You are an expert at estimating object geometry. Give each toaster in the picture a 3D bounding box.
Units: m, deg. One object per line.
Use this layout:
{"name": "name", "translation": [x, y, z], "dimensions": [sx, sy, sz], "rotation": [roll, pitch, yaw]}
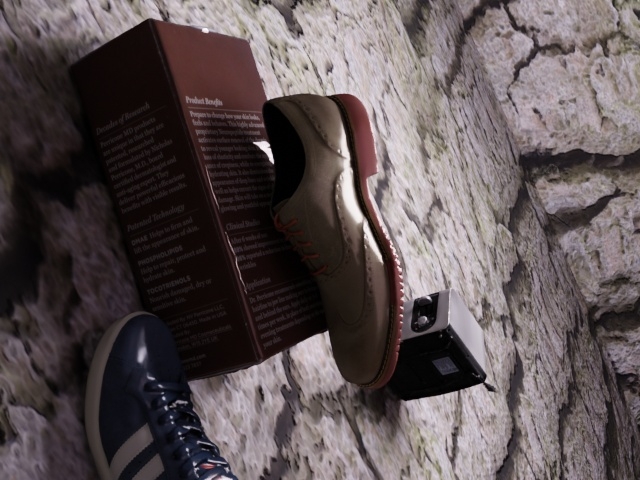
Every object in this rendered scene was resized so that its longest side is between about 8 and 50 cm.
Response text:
{"name": "toaster", "translation": [0.179, 0.179, 1.240], "dimensions": [0.185, 0.168, 0.110], "rotation": [51, 33, -32]}

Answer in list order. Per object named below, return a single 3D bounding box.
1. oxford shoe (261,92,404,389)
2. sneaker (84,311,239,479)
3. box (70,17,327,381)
{"name": "oxford shoe", "translation": [0.000, 0.000, 0.846], "dimensions": [0.130, 0.123, 0.348], "rotation": [-3, 75, -35]}
{"name": "sneaker", "translation": [-0.122, 0.229, 0.702], "dimensions": [0.131, 0.148, 0.349], "rotation": [14, 61, -57]}
{"name": "box", "translation": [-0.129, -0.046, 0.871], "dimensions": [0.191, 0.143, 0.381], "rotation": [-13, 86, -61]}
